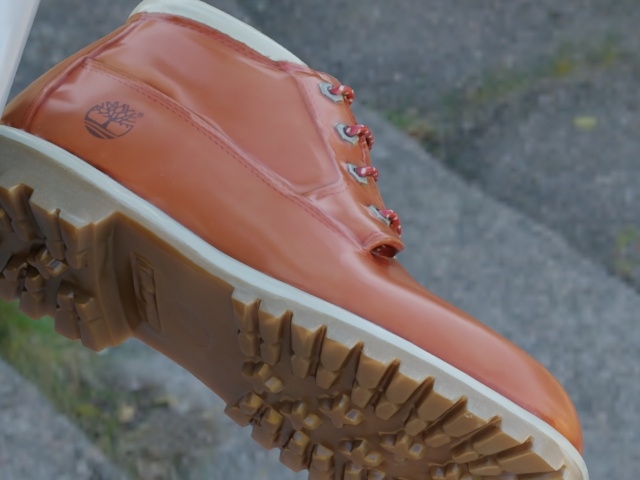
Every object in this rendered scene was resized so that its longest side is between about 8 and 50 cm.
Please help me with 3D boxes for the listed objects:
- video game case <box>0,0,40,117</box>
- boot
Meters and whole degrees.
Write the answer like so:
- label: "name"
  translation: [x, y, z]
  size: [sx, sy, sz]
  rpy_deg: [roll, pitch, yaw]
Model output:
- label: "video game case"
  translation: [-0.185, 0.066, 0.417]
  size: [0.329, 0.036, 0.300]
  rpy_deg: [-23, 44, 45]
- label: "boot"
  translation: [0.000, 0.000, 0.415]
  size: [0.158, 0.059, 0.084]
  rpy_deg: [31, 56, 16]
